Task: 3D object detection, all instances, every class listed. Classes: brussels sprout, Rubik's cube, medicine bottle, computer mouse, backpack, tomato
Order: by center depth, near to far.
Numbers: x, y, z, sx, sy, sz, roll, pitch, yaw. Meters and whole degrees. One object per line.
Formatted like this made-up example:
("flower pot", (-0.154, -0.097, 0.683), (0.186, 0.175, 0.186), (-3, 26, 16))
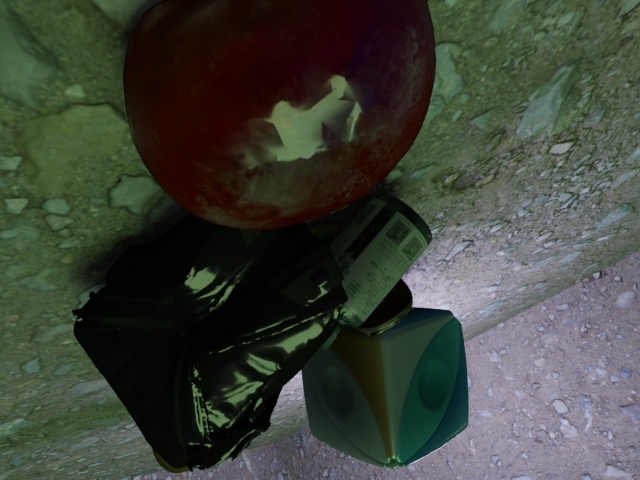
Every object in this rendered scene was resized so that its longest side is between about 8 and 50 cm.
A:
("tomato", (-0.017, -0.120, 0.450), (0.334, 0.176, 0.290), (-26, 135, 5))
("backpack", (-0.161, 0.113, 0.701), (0.446, 0.363, 0.254), (-46, 170, 17))
("medicine bottle", (0.066, 0.060, 0.843), (0.293, 0.141, 0.141), (-49, 153, -7))
("brussels sprout", (0.000, 0.000, 0.886), (0.085, 0.058, 0.085), (-32, 142, -30))
("computer mouse", (0.139, 0.148, 1.138), (0.158, 0.072, 0.310), (-31, -174, 1))
("Rubik's cube", (0.174, 0.375, 1.263), (0.351, 0.348, 0.352), (-4, 178, -42))

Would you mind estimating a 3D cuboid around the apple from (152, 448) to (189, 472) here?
("apple", (-0.416, 0.607, 1.470), (0.256, 0.234, 0.257), (-16, 150, -10))
